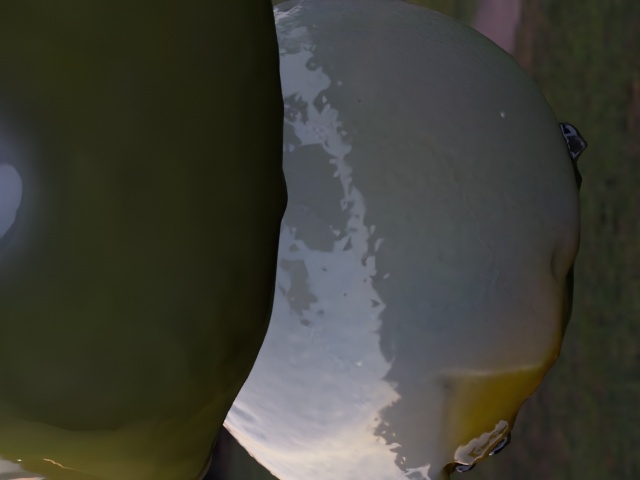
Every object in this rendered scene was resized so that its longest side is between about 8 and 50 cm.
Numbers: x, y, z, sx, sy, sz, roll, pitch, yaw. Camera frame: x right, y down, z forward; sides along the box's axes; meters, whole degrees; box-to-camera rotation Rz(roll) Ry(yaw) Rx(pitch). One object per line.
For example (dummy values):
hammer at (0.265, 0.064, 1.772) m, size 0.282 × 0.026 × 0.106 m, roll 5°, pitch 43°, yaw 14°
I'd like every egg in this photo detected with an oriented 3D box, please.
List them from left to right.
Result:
egg at (-0.004, -0.001, 1.038) m, size 0.264 × 0.174 × 0.286 m, roll 1°, pitch 82°, yaw 39°

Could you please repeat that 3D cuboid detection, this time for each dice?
dice at (-0.162, -0.022, 0.625) m, size 0.238 × 0.227 × 0.233 m, roll -33°, pitch 54°, yaw 56°
